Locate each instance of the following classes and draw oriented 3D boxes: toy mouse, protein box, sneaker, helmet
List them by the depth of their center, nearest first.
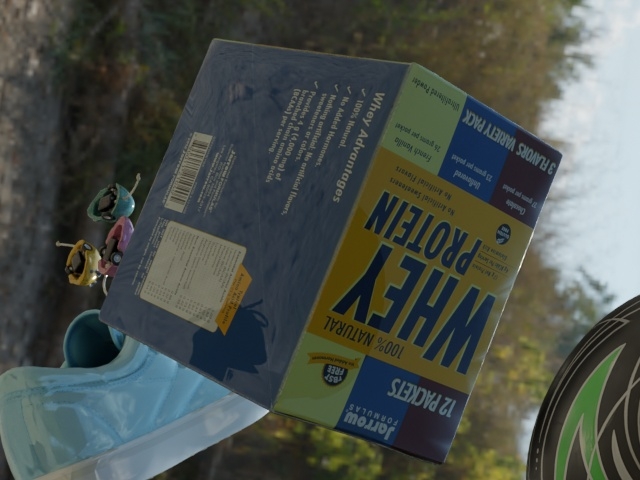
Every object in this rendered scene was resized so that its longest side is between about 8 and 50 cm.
[{"bbox_3d":[0.173,0.103,0.552,0.161,0.169,0.169,53,-23,29],"label":"helmet"},{"bbox_3d":[0.000,0.000,0.753,0.201,0.136,0.200,18,-95,51],"label":"protein box"},{"bbox_3d":[-0.150,0.121,1.117,0.366,0.135,0.150,-21,91,-66],"label":"sneaker"},{"bbox_3d":[-0.214,-0.008,1.292,0.143,0.031,0.161,-55,-145,15],"label":"toy mouse"}]
